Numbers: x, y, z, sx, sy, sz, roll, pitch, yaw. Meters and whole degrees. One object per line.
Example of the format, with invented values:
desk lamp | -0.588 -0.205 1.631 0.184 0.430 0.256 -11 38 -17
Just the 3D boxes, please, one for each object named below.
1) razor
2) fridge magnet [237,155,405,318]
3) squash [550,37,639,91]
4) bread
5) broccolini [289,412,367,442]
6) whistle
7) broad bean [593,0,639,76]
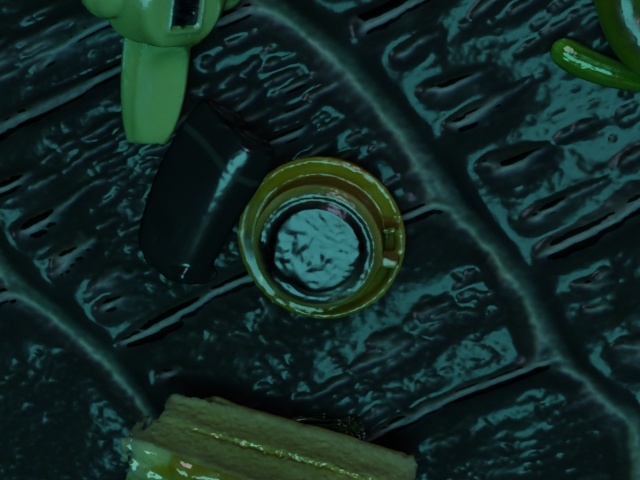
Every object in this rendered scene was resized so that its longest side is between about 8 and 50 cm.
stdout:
razor | -0.101 -0.038 1.046 0.090 0.054 0.148 46 117 34
fridge magnet | 0.000 0.000 1.051 0.143 0.063 0.143 2 109 6
squash | 0.222 -0.135 0.989 0.089 0.027 0.027 22 112 -1
bread | -0.064 0.274 1.126 0.246 0.111 0.239 17 119 5
broccolini | -0.027 0.174 1.140 0.140 0.030 0.035 3 113 10
whistle | -0.126 -0.222 0.971 0.141 0.141 0.294 22 129 0
broad bean | 0.227 -0.236 0.935 0.075 0.067 0.325 8 120 49
